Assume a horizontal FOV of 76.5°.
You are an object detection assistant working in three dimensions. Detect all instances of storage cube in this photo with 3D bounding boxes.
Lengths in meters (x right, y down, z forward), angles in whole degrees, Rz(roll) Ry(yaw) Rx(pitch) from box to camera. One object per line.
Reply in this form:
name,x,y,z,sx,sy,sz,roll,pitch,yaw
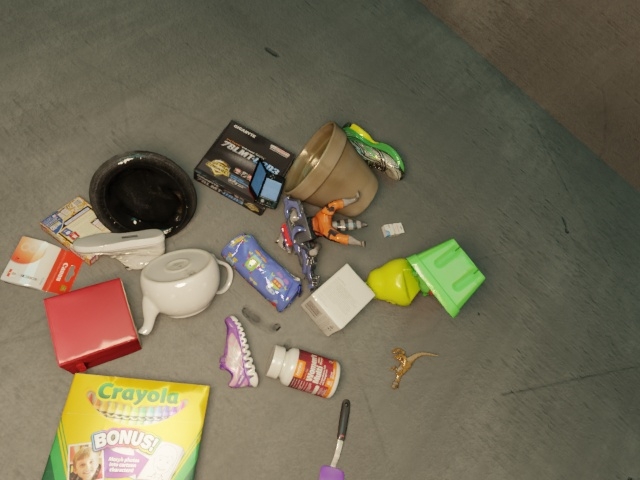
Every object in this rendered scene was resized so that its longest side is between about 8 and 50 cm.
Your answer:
storage cube,-0.637,0.246,1.156,0.193,0.184,0.215,-17,73,-25

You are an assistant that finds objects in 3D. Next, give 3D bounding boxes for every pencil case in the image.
pencil case,-0.196,0.105,1.395,0.306,0.119,0.133,43,91,3

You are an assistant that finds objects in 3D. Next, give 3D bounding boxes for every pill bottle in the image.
pill bottle,-0.057,0.418,1.305,0.221,0.121,0.121,20,63,-9

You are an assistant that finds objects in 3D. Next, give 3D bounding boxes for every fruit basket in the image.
fruit basket,0.362,0.157,1.472,0.391,0.392,0.283,-32,79,-27

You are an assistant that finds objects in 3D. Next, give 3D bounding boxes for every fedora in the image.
fedora,-0.577,-0.158,1.324,0.333,0.334,0.152,-16,39,-24

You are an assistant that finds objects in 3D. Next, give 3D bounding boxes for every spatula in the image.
spatula,0.057,0.658,1.289,0.084,0.030,0.297,21,62,-10

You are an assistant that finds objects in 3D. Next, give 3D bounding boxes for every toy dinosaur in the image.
toy dinosaur,0.311,0.439,1.462,0.211,0.064,0.112,-39,101,-19

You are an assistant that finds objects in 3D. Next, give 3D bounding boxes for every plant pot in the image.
plant pot,0.061,-0.241,1.552,0.280,0.323,0.324,31,60,-21

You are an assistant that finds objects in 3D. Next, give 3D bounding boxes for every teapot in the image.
teapot,-0.422,0.152,1.271,0.255,0.187,0.253,-6,27,0

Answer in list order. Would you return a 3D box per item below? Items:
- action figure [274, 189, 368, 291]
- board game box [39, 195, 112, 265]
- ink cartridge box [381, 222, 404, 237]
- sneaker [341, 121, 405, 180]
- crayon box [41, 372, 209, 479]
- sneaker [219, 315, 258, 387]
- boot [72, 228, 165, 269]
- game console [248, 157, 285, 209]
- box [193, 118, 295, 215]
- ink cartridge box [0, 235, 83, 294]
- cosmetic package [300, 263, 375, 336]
action figure,0.000,0.000,1.444,0.329,0.178,0.342,-10,87,17
board game box,-0.759,-0.034,1.304,0.193,0.045,0.147,38,53,1
ink cartridge box,0.299,-0.043,1.676,0.083,0.028,0.048,-8,70,-21
sneaker,0.206,-0.352,1.740,0.343,0.134,0.146,34,68,8
crayon box,-0.515,0.547,1.107,0.362,0.106,0.314,11,64,-14
sneaker,-0.275,0.358,1.281,0.104,0.095,0.237,-16,74,-15
boot,-0.620,0.043,1.273,0.258,0.124,0.095,-6,29,-25
game console,-0.193,-0.207,1.479,0.124,0.085,0.144,21,64,-10
box,-0.286,-0.286,1.569,0.295,0.073,0.294,29,63,-5
ink cartridge box,-0.844,0.080,1.240,0.179,0.045,0.146,14,64,-9
cosmetic package,0.059,0.209,1.417,0.183,0.151,0.151,-39,84,-27
